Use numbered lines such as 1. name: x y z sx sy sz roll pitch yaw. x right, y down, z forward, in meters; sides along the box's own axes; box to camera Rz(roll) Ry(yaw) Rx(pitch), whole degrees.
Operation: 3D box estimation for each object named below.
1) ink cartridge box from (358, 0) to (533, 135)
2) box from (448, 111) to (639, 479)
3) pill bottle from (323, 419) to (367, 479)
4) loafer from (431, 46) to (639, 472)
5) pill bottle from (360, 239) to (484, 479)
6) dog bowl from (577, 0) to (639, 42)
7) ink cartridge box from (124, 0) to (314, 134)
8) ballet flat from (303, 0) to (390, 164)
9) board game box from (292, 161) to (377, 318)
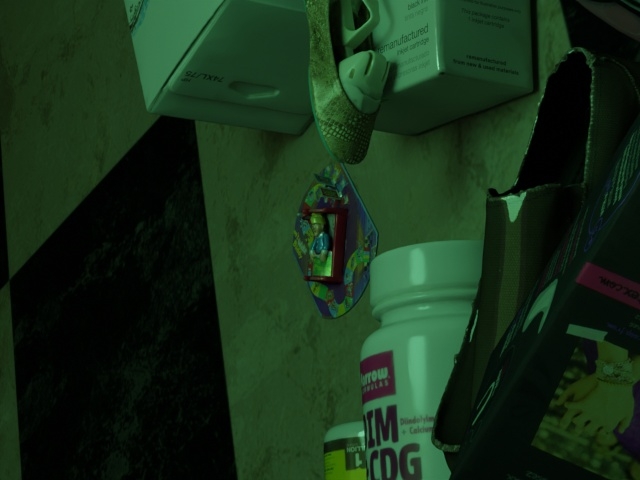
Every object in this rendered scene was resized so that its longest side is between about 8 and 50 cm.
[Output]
1. ink cartridge box: 0.095 -0.255 1.386 0.198 0.115 0.273 -17 71 57
2. box: 0.208 0.046 0.892 0.270 0.143 0.165 -63 -3 32
3. pill bottle: 0.064 0.274 1.339 0.117 0.117 0.215 -23 66 55
4. loafer: 0.160 0.012 1.111 0.134 0.130 0.366 -7 55 59
5. pill bottle: 0.115 0.152 1.237 0.160 0.160 0.283 -25 64 54
6. dog bowl: 0.273 -0.268 0.864 0.150 0.408 0.408 107 155 -61
7. ink cartridge box: -0.087 -0.286 1.609 0.197 0.198 0.270 -48 47 43
8. ballet flat: 0.025 -0.172 1.315 0.067 0.073 0.206 -23 70 40
9. board game box: 0.000 0.000 1.573 0.133 0.033 0.168 -59 39 34
